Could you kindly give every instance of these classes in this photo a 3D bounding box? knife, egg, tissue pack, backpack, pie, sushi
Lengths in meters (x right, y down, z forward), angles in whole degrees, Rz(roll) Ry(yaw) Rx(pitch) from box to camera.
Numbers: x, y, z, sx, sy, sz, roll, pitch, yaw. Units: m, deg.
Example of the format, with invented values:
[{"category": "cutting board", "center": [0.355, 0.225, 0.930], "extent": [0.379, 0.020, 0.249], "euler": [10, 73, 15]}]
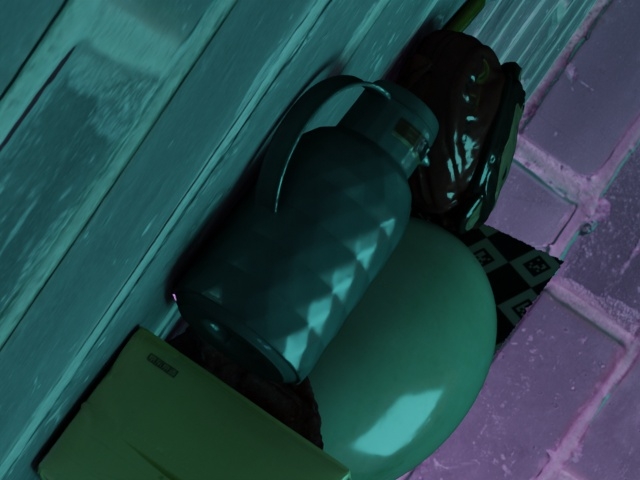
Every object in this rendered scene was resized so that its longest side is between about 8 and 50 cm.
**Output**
[{"category": "knife", "center": [0.211, -0.309, 2.099], "extent": [0.343, 0.027, 0.061], "euler": [-50, 167, -37]}, {"category": "egg", "center": [0.031, 0.126, 1.892], "extent": [0.389, 0.276, 0.276], "euler": [-42, 167, -34]}, {"category": "tissue pack", "center": [-0.110, 0.210, 1.538], "extent": [0.159, 0.234, 0.125], "euler": [-54, 171, -14]}, {"category": "backpack", "center": [0.145, -0.131, 1.945], "extent": [0.229, 0.138, 0.229], "euler": [9, 90, -71]}, {"category": "pie", "center": [-0.102, 0.191, 1.690], "extent": [0.218, 0.204, 0.054], "euler": [-37, 178, -16]}, {"category": "sushi", "center": [0.110, 0.035, 2.120], "extent": [0.264, 0.290, 0.050], "euler": [-49, 149, -30]}]

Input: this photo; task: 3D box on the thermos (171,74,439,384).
[{"category": "thermos", "center": [-0.007, -0.027, 1.574], "extent": [0.286, 0.145, 0.182], "euler": [-55, 140, -15]}]
